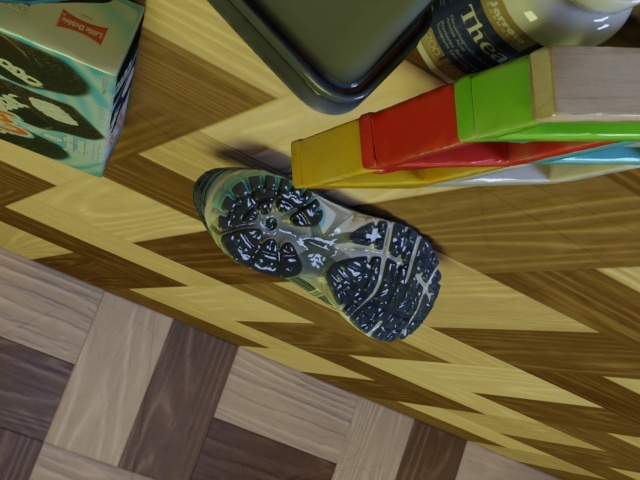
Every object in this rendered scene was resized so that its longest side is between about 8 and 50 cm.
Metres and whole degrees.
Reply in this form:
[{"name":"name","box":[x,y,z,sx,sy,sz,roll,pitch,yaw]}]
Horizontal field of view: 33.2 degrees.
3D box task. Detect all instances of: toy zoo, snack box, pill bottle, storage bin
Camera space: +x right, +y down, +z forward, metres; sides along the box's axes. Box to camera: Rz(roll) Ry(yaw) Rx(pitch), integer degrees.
[{"name":"toy zoo","box":[0.110,-0.054,0.578,0.192,0.030,0.293,-3,177,-26]},{"name":"snack box","box":[-0.245,-0.140,0.844,0.187,0.060,0.322,22,167,-9]},{"name":"pill bottle","box":[0.094,-0.109,0.467,0.067,0.067,0.120,24,166,-18]},{"name":"storage bin","box":[0.007,-0.135,0.430,0.135,0.098,0.091,48,151,-8]}]

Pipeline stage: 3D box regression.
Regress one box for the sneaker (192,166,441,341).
[{"name":"sneaker","box":[0.000,0.000,1.031,0.283,0.110,0.122,32,180,-34]}]

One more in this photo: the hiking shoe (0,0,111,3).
[{"name":"hiking shoe","box":[-0.237,-0.183,0.557,0.304,0.113,0.132,24,180,14]}]
